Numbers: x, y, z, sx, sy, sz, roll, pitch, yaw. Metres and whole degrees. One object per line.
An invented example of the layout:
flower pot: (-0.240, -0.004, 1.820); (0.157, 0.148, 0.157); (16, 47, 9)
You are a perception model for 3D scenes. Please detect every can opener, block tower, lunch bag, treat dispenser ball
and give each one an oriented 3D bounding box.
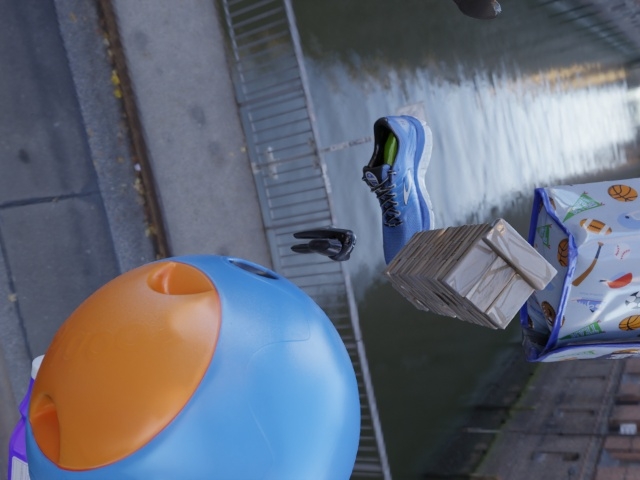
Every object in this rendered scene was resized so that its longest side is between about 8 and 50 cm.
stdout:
can opener: (0.000, 0.000, 1.173); (0.073, 0.186, 0.059); (25, 82, -27)
block tower: (0.174, 0.043, 0.886); (0.091, 0.335, 0.097); (41, 82, -5)
lunch bag: (0.572, 0.093, 1.285); (0.239, 0.327, 0.385); (-94, 180, -49)
treat dispenser ball: (-0.108, 0.156, 0.599); (0.288, 0.288, 0.288); (22, 63, -55)

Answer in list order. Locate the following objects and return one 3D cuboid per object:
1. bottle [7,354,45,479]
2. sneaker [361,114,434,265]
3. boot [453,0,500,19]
bottle: (-0.404, 0.312, 1.003); (0.118, 0.092, 0.283); (-12, 114, -60)
sneaker: (0.146, -0.102, 1.392); (0.147, 0.129, 0.330); (4, 82, -39)
boot: (0.179, -0.332, 0.828); (0.106, 0.037, 0.114); (24, 51, -9)
